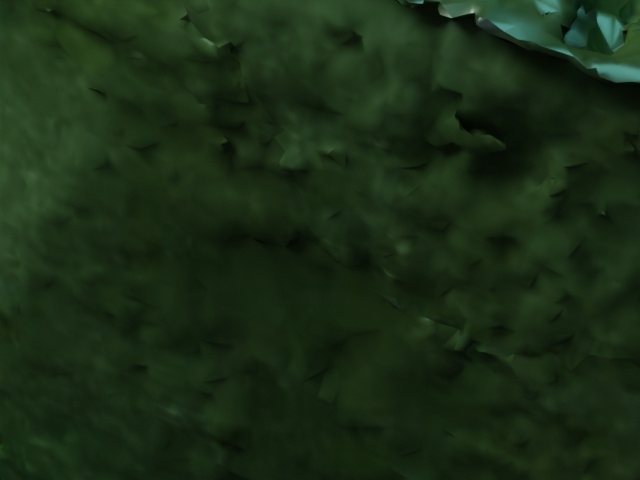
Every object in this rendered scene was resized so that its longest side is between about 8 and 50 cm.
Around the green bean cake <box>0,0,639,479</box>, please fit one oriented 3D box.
[{"bbox_3d":[0.000,0.000,0.537,0.255,0.241,0.132,21,37,14],"label":"green bean cake"}]
